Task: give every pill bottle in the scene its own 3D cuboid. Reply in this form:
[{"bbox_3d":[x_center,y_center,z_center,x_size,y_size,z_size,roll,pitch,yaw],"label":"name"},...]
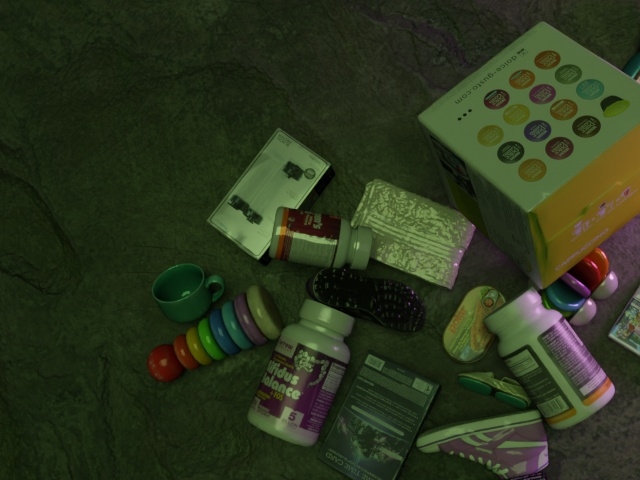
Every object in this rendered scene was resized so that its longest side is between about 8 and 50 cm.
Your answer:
[{"bbox_3d":[-0.035,0.291,1.747,0.169,0.169,0.302,21,82,12],"label":"pill bottle"},{"bbox_3d":[0.482,0.248,1.668,0.162,0.162,0.278,-34,81,1],"label":"pill bottle"},{"bbox_3d":[0.000,0.000,1.765,0.221,0.121,0.121,10,80,-4],"label":"pill bottle"}]

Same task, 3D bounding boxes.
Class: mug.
[{"bbox_3d":[-0.309,0.135,1.841,0.157,0.097,0.129,13,49,32],"label":"mug"}]

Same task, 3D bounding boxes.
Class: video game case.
[{"bbox_3d":[0.769,0.192,1.720,0.201,0.023,0.183,34,85,13],"label":"video game case"},{"bbox_3d":[0.128,0.406,1.737,0.196,0.026,0.274,22,83,35],"label":"video game case"}]

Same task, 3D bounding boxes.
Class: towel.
[{"bbox_3d":[0.209,-0.019,1.836,0.282,0.049,0.187,22,83,12],"label":"towel"}]

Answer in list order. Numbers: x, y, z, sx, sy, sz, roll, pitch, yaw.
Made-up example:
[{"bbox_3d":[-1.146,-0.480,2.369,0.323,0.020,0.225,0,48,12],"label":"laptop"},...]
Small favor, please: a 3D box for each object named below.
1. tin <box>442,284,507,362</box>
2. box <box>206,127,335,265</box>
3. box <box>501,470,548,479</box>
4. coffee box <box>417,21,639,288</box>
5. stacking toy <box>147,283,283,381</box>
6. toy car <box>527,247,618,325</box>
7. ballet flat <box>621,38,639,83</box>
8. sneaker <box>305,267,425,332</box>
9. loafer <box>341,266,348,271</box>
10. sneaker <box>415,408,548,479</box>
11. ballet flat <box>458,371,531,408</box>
[{"bbox_3d":[0.352,0.190,1.777,0.106,0.040,0.190,32,85,9],"label":"tin"},{"bbox_3d":[-0.118,-0.104,1.883,0.169,0.087,0.290,35,85,14],"label":"box"},{"bbox_3d":[0.418,0.610,1.632,0.175,0.051,0.220,-18,90,17],"label":"box"},{"bbox_3d":[0.464,-0.170,1.621,0.337,0.338,0.334,-38,55,-4],"label":"coffee box"},{"bbox_3d":[-0.259,0.231,1.818,0.330,0.141,0.141,-27,76,7],"label":"stacking toy"},{"bbox_3d":[0.558,0.090,1.713,0.159,0.136,0.182,40,87,14],"label":"toy car"},{"bbox_3d":[0.775,-0.422,1.803,0.123,0.123,0.349,25,83,13],"label":"ballet flat"},{"bbox_3d":[0.103,0.133,1.801,0.283,0.124,0.107,22,77,-13],"label":"sneaker"},{"bbox_3d":[0.008,0.019,1.854,0.170,0.062,0.061,43,83,13],"label":"loafer"},{"bbox_3d":[0.353,0.467,1.689,0.282,0.102,0.161,-10,81,7],"label":"sneaker"},{"bbox_3d":[0.390,0.324,1.743,0.168,0.057,0.052,22,55,9],"label":"ballet flat"}]
